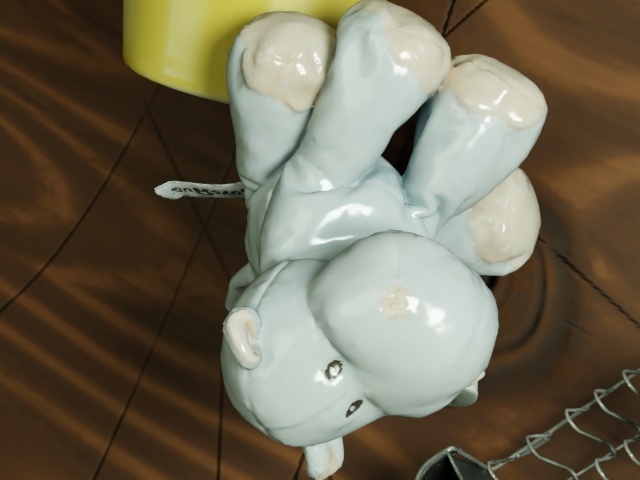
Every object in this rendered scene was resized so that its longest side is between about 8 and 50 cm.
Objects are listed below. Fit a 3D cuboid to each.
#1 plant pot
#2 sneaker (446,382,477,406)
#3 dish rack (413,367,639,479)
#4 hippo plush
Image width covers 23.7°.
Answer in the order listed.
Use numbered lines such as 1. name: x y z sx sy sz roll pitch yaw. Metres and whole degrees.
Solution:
1. plant pot: -0.041 -0.227 1.102 0.254 0.254 0.239 25 108 34
2. sneaker: 0.049 0.080 1.088 0.152 0.054 0.061 3 66 31
3. dish rack: 0.212 0.169 0.945 0.271 0.074 0.208 -37 64 19
4. hippo plush: 0.000 0.000 0.967 0.294 0.234 0.236 -14 34 21
